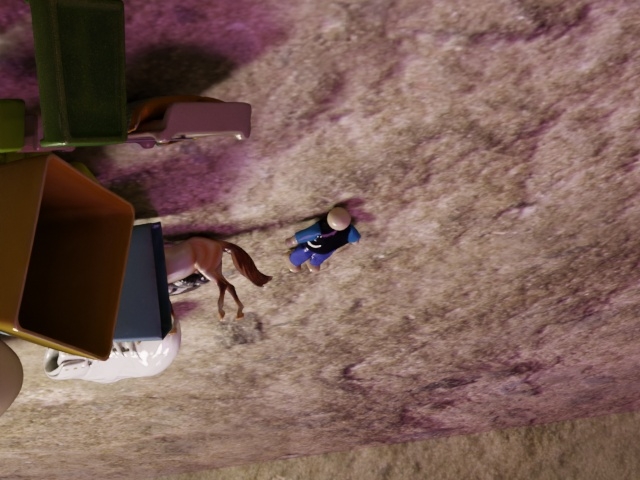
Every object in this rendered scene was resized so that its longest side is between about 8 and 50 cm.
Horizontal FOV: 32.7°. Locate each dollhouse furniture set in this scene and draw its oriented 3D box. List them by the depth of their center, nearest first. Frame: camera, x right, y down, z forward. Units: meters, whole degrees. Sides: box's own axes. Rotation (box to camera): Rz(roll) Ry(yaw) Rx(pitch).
[{"bbox_3d":[-0.242,-0.182,1.246,0.197,0.151,0.301,-1,-175,39],"label":"dollhouse furniture set"}]

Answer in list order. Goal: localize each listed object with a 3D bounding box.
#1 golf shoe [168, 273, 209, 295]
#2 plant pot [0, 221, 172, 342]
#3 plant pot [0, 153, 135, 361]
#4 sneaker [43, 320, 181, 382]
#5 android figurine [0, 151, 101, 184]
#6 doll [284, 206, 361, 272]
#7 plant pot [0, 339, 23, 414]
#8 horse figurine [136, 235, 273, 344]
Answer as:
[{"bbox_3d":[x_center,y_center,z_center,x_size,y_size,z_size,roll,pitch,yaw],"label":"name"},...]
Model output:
[{"bbox_3d":[-0.280,0.064,1.797,0.198,0.077,0.094,4,154,-25],"label":"golf shoe"},{"bbox_3d":[-0.346,0.068,1.590,0.234,0.166,0.165,-7,-178,-3],"label":"plant pot"},{"bbox_3d":[-0.380,0.024,1.367,0.187,0.212,0.212,2,164,20],"label":"plant pot"},{"bbox_3d":[-0.403,0.209,2.054,0.169,0.108,0.292,9,152,-44],"label":"sneaker"},{"bbox_3d":[-0.423,-0.065,1.468,0.248,0.056,0.273,-9,159,1],"label":"android figurine"},{"bbox_3d":[0.000,0.000,1.788,0.129,0.046,0.189,1,156,-24],"label":"doll"},{"bbox_3d":[-0.643,0.247,1.919,0.256,0.257,0.274,-14,173,11],"label":"plant pot"},{"bbox_3d":[-0.216,0.057,1.731,0.263,0.174,0.066,-13,169,-20],"label":"horse figurine"}]
